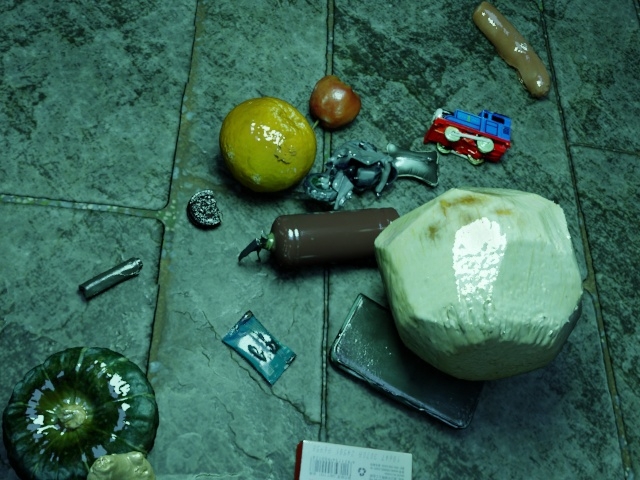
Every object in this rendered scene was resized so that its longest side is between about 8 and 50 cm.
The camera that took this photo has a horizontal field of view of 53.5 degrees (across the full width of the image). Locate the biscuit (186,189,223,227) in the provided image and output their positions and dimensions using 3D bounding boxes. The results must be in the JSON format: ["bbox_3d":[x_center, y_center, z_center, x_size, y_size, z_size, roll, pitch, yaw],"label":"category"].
[{"bbox_3d":[-0.248,-0.068,1.383,0.087,0.027,0.089,21,61,-1],"label":"biscuit"}]

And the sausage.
[{"bbox_3d":[0.538,-0.530,1.765,0.087,0.079,0.327,-22,72,-33],"label":"sausage"}]

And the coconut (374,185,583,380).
[{"bbox_3d":[0.299,0.056,1.244,0.415,0.344,0.416,20,48,-24],"label":"coconut"}]

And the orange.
[{"bbox_3d":[-0.115,-0.208,1.387,0.219,0.193,0.219,30,19,-12],"label":"orange"}]

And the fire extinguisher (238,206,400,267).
[{"bbox_3d":[0.000,0.000,1.355,0.337,0.135,0.114,-4,61,-21],"label":"fire extinguisher"}]

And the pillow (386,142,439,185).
[{"bbox_3d":[0.224,-0.184,1.535,0.135,0.055,0.091,7,95,-6],"label":"pillow"}]

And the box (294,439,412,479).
[{"bbox_3d":[0.066,0.448,1.185,0.229,0.050,0.123,9,64,-9],"label":"box"}]

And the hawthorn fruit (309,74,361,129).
[{"bbox_3d":[0.029,-0.329,1.524,0.140,0.125,0.125,-36,76,-27],"label":"hawthorn fruit"}]

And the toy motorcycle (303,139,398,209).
[{"bbox_3d":[0.080,-0.148,1.437,0.159,0.106,0.270,26,42,15],"label":"toy motorcycle"}]

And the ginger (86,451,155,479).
[{"bbox_3d":[-0.294,0.424,1.023,0.149,0.259,0.065,-48,48,-7],"label":"ginger"}]

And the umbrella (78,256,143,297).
[{"bbox_3d":[-0.418,0.074,1.272,0.133,0.031,0.036,-31,101,-25],"label":"umbrella"}]

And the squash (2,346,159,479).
[{"bbox_3d":[-0.405,0.305,1.082,0.252,0.165,0.252,4,63,-8],"label":"squash"}]

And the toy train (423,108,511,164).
[{"bbox_3d":[0.371,-0.269,1.595,0.203,0.083,0.131,17,62,-6],"label":"toy train"}]

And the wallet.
[{"bbox_3d":[0.182,0.254,1.311,0.318,0.045,0.172,28,58,3],"label":"wallet"}]

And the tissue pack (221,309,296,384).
[{"bbox_3d":[-0.121,0.212,1.274,0.138,0.028,0.085,39,63,11],"label":"tissue pack"}]
